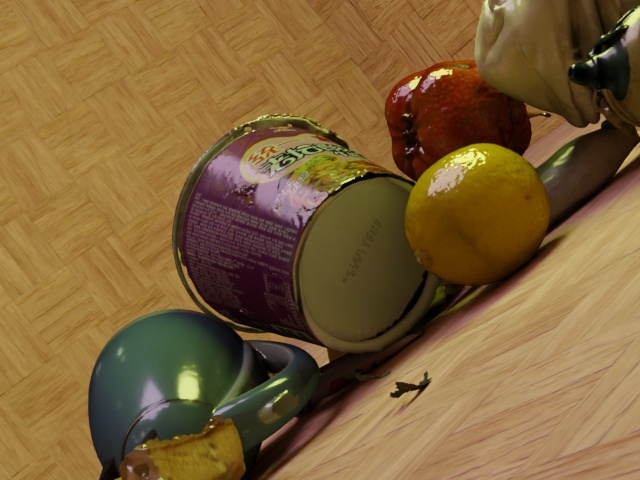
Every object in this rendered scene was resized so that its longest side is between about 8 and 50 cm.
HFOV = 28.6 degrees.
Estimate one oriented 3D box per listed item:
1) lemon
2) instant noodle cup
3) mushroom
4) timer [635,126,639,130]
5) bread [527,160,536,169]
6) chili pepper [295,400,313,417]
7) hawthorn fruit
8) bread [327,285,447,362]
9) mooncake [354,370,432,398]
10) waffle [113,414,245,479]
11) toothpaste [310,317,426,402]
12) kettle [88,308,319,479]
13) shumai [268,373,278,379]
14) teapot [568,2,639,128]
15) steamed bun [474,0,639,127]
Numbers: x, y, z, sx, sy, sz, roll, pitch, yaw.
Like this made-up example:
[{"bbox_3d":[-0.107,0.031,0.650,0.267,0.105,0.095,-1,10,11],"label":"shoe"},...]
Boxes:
[{"bbox_3d":[0.198,-0.030,1.617,0.203,0.178,0.178,-37,0,-23],"label":"lemon"},{"bbox_3d":[0.000,0.000,1.762,0.340,0.340,0.266,-38,29,-21],"label":"instant noodle cup"},{"bbox_3d":[0.301,-0.054,1.775,0.351,0.097,0.109,-34,10,5],"label":"mushroom"},{"bbox_3d":[0.502,-0.301,1.935,0.240,0.233,0.233,-35,-2,-40],"label":"timer"},{"bbox_3d":[0.287,-0.054,1.873,0.125,0.106,0.082,-36,1,5],"label":"bread"},{"bbox_3d":[-0.029,0.236,1.881,0.050,0.041,0.153,4,4,4],"label":"chili pepper"},{"bbox_3d":[0.228,-0.173,1.830,0.243,0.207,0.207,-12,-9,-19],"label":"hawthorn fruit"},{"bbox_3d":[0.122,0.126,1.908,0.240,0.135,0.178,-37,34,26],"label":"bread"},{"bbox_3d":[-0.041,0.235,1.321,0.347,0.057,0.150,-38,2,18],"label":"mooncake"},{"bbox_3d":[-0.236,0.331,1.325,0.348,0.077,0.304,-45,-13,6],"label":"waffle"},{"bbox_3d":[0.064,0.165,1.760,0.194,0.043,0.067,-31,7,16],"label":"toothpaste"},{"bbox_3d":[-0.153,0.223,1.660,0.319,0.247,0.342,-30,11,-4],"label":"kettle"},{"bbox_3d":[-0.151,0.283,2.395,0.209,0.161,0.153,-15,14,-22],"label":"shumai"},{"bbox_3d":[0.427,-0.205,1.561,0.269,0.173,0.182,0,-15,-31],"label":"teapot"},{"bbox_3d":[0.407,-0.332,1.689,0.394,0.347,0.237,-38,23,-18],"label":"steamed bun"}]
